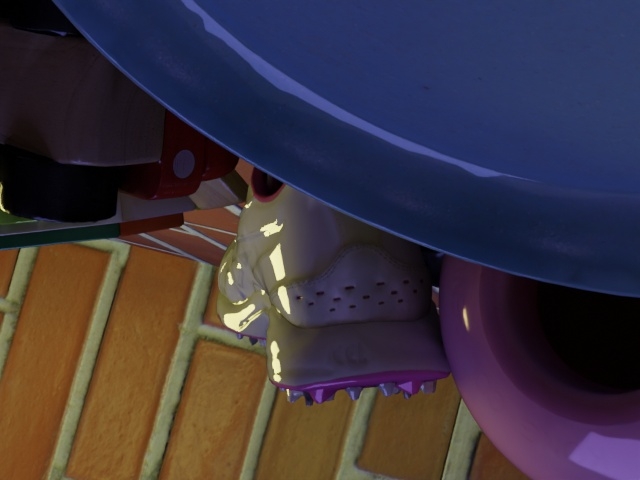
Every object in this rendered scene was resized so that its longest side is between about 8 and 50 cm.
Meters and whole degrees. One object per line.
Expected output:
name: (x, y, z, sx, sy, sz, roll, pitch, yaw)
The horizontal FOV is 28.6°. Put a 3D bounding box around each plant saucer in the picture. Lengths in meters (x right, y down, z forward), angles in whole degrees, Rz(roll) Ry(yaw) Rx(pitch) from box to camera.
plant saucer: (0.044, -0.072, 0.402, 0.317, 0.044, 0.317, 22, 162, 8)

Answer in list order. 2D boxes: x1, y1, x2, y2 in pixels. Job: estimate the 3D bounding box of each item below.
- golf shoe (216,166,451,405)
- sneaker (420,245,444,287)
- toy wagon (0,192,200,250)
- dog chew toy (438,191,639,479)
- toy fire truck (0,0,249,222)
golf shoe: (0.000, 0.000, 0.734, 0.115, 0.140, 0.306, -7, -172, -13)
sneaker: (0.084, -0.020, 0.780, 0.234, 0.097, 0.084, 24, 164, -40)
toy wagon: (-0.216, -0.034, 1.001, 0.267, 0.068, 0.344, -7, -174, -7)
dog chew toy: (0.200, 0.035, 0.656, 0.206, 0.207, 0.331, 11, -179, 32)
toy fire truck: (-0.110, -0.075, 0.712, 0.217, 0.159, 0.246, 17, -163, 40)
